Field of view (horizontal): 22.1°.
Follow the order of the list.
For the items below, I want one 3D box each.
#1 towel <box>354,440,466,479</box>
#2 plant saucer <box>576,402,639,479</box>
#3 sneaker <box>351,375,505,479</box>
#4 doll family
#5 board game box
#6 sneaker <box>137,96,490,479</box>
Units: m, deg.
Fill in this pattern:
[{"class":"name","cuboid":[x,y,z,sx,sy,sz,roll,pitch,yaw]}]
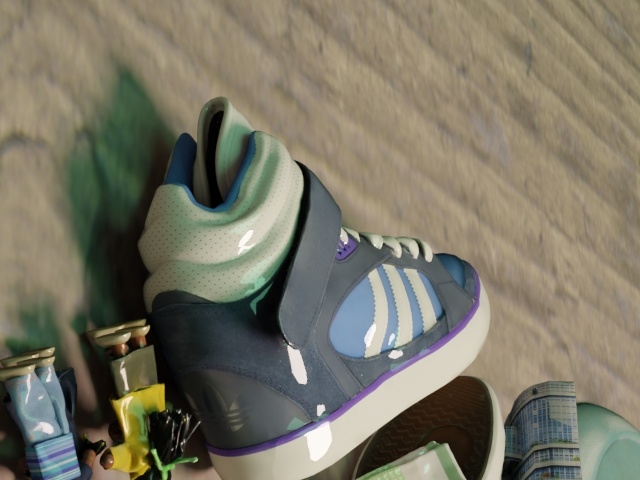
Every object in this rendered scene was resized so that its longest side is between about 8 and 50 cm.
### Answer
[{"class":"towel","cuboid":[0.050,0.210,1.117,0.152,0.023,0.113,-21,64,-26]},{"class":"plant saucer","cuboid":[0.293,0.310,1.567,0.317,0.043,0.318,27,57,-52]},{"class":"sneaker","cuboid":[0.077,0.239,1.210,0.123,0.106,0.290,65,35,-45]},{"class":"doll family","cuboid":[-0.129,0.113,0.940,0.193,0.076,0.111,-15,96,-54]},{"class":"board game box","cuboid":[0.155,0.202,1.296,0.194,0.060,0.194,101,-7,-50]},{"class":"sneaker","cuboid":[-0.001,0.000,1.124,0.323,0.130,0.236,-35,113,-51]}]
